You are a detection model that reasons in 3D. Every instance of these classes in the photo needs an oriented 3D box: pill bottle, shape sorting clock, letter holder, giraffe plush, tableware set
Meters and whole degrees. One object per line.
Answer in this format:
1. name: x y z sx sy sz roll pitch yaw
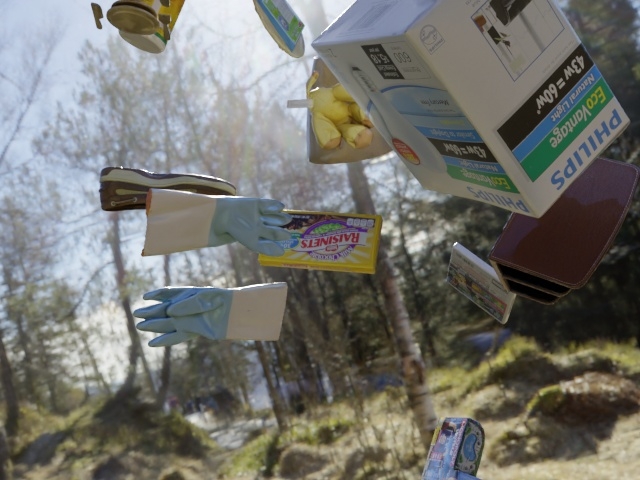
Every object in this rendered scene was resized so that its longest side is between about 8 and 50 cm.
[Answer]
1. pill bottle: -0.393 -0.566 1.839 0.118 0.208 0.117 20 -9 3
2. shape sorting clock: -0.099 -0.515 1.779 0.040 0.206 0.206 -29 -9 26
3. letter holder: 0.531 -0.020 1.613 0.215 0.301 0.152 21 -19 37
4. giraffe plush: 0.041 -0.288 1.796 0.210 0.181 0.170 16 -1 12
5. tableware set: -0.299 -0.386 1.208 0.128 0.039 0.194 8 -15 -8

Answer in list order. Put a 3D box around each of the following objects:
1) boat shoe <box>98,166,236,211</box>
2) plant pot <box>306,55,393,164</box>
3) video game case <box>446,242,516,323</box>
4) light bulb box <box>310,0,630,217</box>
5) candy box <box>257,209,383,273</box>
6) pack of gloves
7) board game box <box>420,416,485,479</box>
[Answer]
1. boat shoe: -0.293 -0.076 1.473 0.258 0.095 0.095 5 -11 -9
2. plant pot: 0.068 -0.374 2.100 0.257 0.273 0.256 -9 18 3
3. video game case: 0.427 0.115 2.043 0.023 0.201 0.183 -41 -26 -22
4. light bulb box: 0.229 -0.258 1.242 0.225 0.361 0.358 -45 23 -8
5. candy box: 0.000 0.000 1.335 0.206 0.105 0.027 3 -24 14
6. pack of gloves: -0.138 0.035 0.979 0.232 0.194 0.046 3 11 -43
7. board game box: 0.243 0.416 1.361 0.060 0.194 0.194 22 -16 -8
